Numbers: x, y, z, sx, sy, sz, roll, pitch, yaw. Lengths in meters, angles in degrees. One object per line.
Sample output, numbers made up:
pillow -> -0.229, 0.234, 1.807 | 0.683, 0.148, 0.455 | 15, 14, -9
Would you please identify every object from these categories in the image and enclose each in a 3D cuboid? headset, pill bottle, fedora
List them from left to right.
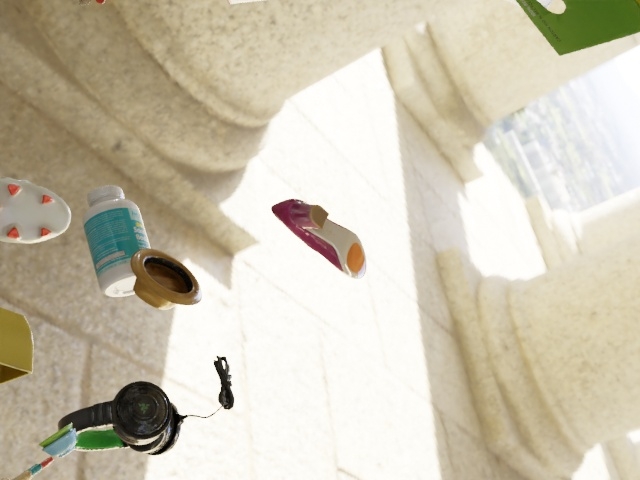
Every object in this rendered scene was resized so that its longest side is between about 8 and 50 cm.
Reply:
pill bottle -> -0.509, -0.003, 2.151 | 0.146, 0.146, 0.264 | 19, 47, -61
headset -> -0.389, 0.376, 1.926 | 0.243, 0.394, 0.185 | 84, -5, -66
fedora -> -0.369, 0.104, 1.990 | 0.194, 0.079, 0.194 | 34, 22, -16

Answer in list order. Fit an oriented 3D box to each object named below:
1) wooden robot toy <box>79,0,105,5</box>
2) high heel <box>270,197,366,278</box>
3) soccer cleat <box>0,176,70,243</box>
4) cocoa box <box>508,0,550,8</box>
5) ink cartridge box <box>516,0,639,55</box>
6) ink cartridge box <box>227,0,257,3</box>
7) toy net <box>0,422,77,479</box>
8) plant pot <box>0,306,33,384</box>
wooden robot toy -> -0.466, -0.567, 1.843 | 0.079, 0.173, 0.076 | 54, 24, -46
high heel -> 0.000, 0.000, 1.754 | 0.244, 0.117, 0.082 | 42, 65, -43
soccer cleat -> -0.363, -0.034, 0.897 | 0.076, 0.196, 0.068 | -164, -104, -73
cocoa box -> 0.265, -0.549, 1.379 | 0.347, 0.231, 0.228 | 27, 10, 4
ink cartridge box -> 0.312, -0.310, 0.873 | 0.189, 0.255, 0.097 | 61, -21, 23
ink cartridge box -> -0.193, -0.751, 2.040 | 0.226, 0.131, 0.306 | 38, 47, -78
toy net -> -0.540, 0.414, 1.539 | 0.232, 0.122, 0.045 | -33, 90, -27
plant pot -> -0.434, 0.136, 1.146 | 0.081, 0.081, 0.083 | 31, 50, -42
